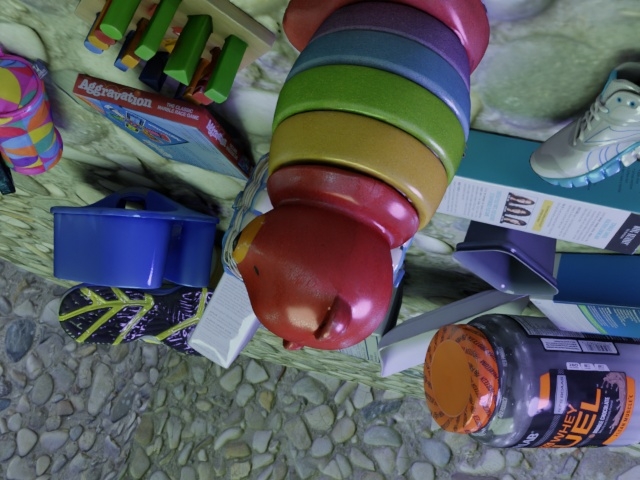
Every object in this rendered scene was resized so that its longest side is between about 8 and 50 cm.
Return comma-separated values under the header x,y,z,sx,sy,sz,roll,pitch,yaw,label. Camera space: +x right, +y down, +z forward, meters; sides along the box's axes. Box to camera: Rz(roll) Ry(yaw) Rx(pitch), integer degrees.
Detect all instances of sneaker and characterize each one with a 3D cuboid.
x,y,z,sx,sy,sz,roll,pitch,yaw,label
-0.315,0.135,1.232,0.384,0.145,0.147,15,-177,-29,sneaker
0.245,-0.105,0.510,0.083,0.071,0.190,34,149,-24,sneaker

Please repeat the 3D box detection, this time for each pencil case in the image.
x,y,z,sx,sy,sz,roll,pitch,yaw,label
-0.428,-0.176,0.886,0.104,0.104,0.236,21,159,-10,pencil case

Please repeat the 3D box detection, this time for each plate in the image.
x,y,z,sx,sy,sz,roll,pitch,yaw,label
0.230,0.163,1.138,0.277,0.045,0.278,-20,158,-1,plate

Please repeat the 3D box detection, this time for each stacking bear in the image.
x,y,z,sx,sy,sz,roll,pitch,yaw,label
0.023,-0.058,0.481,0.164,0.289,0.175,25,160,-19,stacking bear

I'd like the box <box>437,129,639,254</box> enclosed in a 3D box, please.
x,y,z,sx,sy,sz,roll,pitch,yaw,label
0.224,-0.055,0.664,0.244,0.060,0.100,14,161,14,box

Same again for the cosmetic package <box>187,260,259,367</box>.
x,y,z,sx,sy,sz,roll,pitch,yaw,label
-0.118,0.082,1.009,0.085,0.231,0.117,31,-156,4,cosmetic package

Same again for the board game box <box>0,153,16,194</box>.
x,y,z,sx,sy,sz,roll,pitch,yaw,label
-0.527,-0.160,0.988,0.026,0.126,0.186,-15,170,-19,board game box

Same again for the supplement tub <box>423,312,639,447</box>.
x,y,z,sx,sy,sz,roll,pitch,yaw,label
0.352,0.225,1.001,0.337,0.207,0.207,6,166,-19,supplement tub

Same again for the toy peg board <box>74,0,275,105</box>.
x,y,z,sx,sy,sz,roll,pitch,yaw,label
-0.160,-0.188,0.617,0.161,0.079,0.160,29,159,-29,toy peg board

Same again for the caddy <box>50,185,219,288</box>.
x,y,z,sx,sy,sz,roll,pitch,yaw,label
-0.346,-0.012,1.156,0.341,0.179,0.241,3,179,36,caddy

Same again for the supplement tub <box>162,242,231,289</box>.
x,y,z,sx,sy,sz,roll,pitch,yaw,label
-0.249,0.078,1.361,0.144,0.144,0.199,2,156,40,supplement tub

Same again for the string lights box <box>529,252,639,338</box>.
x,y,z,sx,sy,sz,roll,pitch,yaw,label
0.433,0.079,0.829,0.259,0.077,0.133,1,155,41,string lights box

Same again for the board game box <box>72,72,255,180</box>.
x,y,z,sx,sy,sz,roll,pitch,yaw,label
-0.176,-0.130,0.779,0.145,0.027,0.281,15,176,6,board game box

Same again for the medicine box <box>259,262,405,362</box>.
x,y,z,sx,sy,sz,roll,pitch,yaw,label
0.004,0.109,1.205,0.289,0.149,0.263,15,161,12,medicine box

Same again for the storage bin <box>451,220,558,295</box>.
x,y,z,sx,sy,sz,roll,pitch,yaw,label
0.233,0.001,0.772,0.135,0.091,0.098,32,157,-34,storage bin

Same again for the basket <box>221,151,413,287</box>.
x,y,z,sx,sy,sz,roll,pitch,yaw,label
0.000,0.000,0.823,0.254,0.201,0.289,25,174,-7,basket
